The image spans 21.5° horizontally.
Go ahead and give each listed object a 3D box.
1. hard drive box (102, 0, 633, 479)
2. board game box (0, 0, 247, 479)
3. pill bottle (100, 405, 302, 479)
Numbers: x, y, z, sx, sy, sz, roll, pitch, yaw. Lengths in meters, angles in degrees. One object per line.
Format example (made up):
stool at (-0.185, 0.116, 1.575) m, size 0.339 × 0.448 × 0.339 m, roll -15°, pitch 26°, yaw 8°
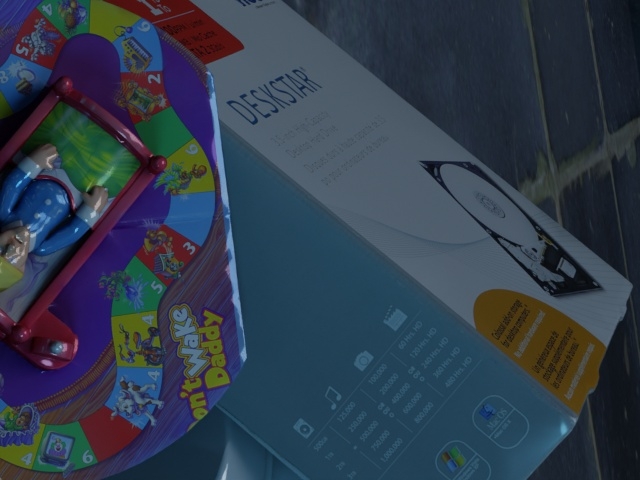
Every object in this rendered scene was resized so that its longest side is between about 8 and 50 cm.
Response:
hard drive box at (0.000, 0.000, 0.676) m, size 0.232 × 0.089 × 0.181 m, roll 39°, pitch 21°, yaw 3°
board game box at (-0.090, -0.003, 0.546) m, size 0.033 × 0.133 × 0.168 m, roll 166°, pitch -82°, yaw -74°
pill bottle at (-0.005, 0.137, 0.705) m, size 0.216 × 0.121 × 0.121 m, roll 38°, pitch 45°, yaw -41°
